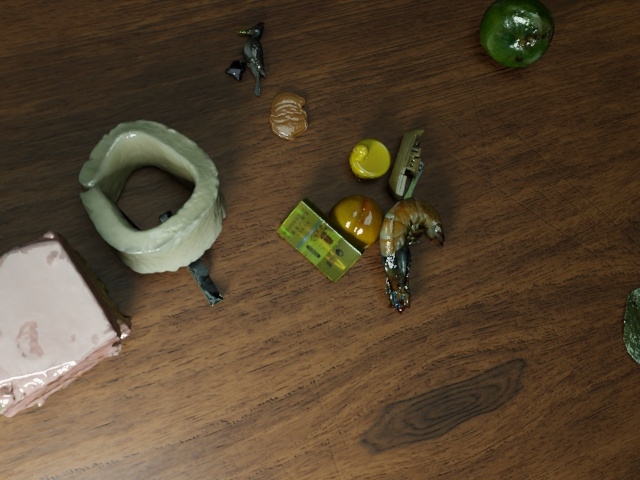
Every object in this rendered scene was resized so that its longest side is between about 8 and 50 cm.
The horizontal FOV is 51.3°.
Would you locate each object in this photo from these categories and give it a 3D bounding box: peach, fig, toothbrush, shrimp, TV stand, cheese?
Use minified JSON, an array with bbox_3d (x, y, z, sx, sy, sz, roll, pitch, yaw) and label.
[{"bbox_3d":[0.090,-0.050,1.643,0.138,0.138,0.138,3,76,-12],"label":"peach"},{"bbox_3d":[0.555,-0.609,1.862,0.203,0.203,0.235,30,48,-4],"label":"fig"},{"bbox_3d":[0.220,-0.097,1.735,0.022,0.026,0.263,21,73,10],"label":"toothbrush"},{"bbox_3d":[0.234,0.035,1.671,0.222,0.054,0.291,-8,102,-40],"label":"shrimp"},{"bbox_3d":[-0.306,0.043,1.577,0.036,0.042,0.249,-31,85,-15],"label":"TV stand"},{"bbox_3d":[-0.386,-0.103,1.504,0.332,0.153,0.292,41,71,19],"label":"cheese"}]

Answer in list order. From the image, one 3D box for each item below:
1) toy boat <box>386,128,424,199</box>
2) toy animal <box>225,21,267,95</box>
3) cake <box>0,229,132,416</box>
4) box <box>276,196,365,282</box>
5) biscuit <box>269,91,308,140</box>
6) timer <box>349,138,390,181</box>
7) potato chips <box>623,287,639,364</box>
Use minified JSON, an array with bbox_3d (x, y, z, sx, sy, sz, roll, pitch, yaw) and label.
[{"bbox_3d":[0.230,-0.201,1.738,0.072,0.064,0.206,19,71,5],"label":"toy boat"},{"bbox_3d":[-0.177,-0.483,1.730,0.105,0.070,0.203,17,71,-21],"label":"toy animal"},{"bbox_3d":[-0.573,0.167,1.350,0.314,0.307,0.293,-35,88,-17],"label":"cake"},{"bbox_3d":[0.000,0.000,1.618,0.193,0.121,0.030,42,37,1],"label":"box"},{"bbox_3d":[-0.082,-0.322,1.726,0.102,0.019,0.131,3,77,-11],"label":"biscuit"},{"bbox_3d":[0.127,-0.209,1.697,0.107,0.109,0.107,3,76,-12],"label":"timer"},{"bbox_3d":[0.878,0.233,1.804,0.142,0.026,0.209,31,73,-6],"label":"potato chips"}]
